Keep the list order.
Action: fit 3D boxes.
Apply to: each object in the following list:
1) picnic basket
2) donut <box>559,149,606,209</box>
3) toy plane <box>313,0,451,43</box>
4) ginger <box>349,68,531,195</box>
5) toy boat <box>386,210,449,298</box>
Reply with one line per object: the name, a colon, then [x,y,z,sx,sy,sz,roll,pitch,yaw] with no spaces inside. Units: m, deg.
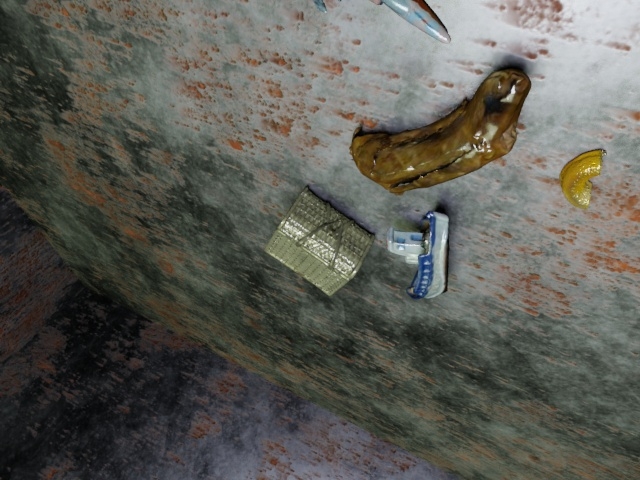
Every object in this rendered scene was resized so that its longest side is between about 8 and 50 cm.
picnic basket: [0.000,0.000,0.898,0.196,0.134,0.154,36,148,-4]
donut: [0.384,-0.086,0.579,0.067,0.038,0.083,37,146,-1]
toy plane: [0.044,-0.340,0.459,0.326,0.104,0.223,46,146,8]
ginger: [0.174,-0.147,0.616,0.309,0.107,0.133,-8,105,44]
toy boat: [0.195,0.036,0.798,0.115,0.114,0.262,2,139,19]
